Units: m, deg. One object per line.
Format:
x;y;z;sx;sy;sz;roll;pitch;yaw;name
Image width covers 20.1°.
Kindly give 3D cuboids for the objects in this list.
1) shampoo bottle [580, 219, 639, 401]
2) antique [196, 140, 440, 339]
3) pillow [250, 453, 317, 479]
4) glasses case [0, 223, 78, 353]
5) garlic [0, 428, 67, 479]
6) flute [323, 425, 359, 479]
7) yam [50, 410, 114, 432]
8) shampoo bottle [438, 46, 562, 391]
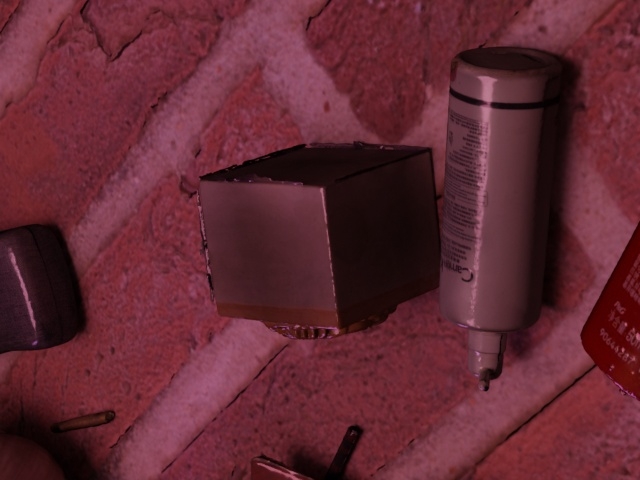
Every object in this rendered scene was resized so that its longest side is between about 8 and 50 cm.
0.291;-0.019;1.265;0.118;0.076;0.314;42;128;28;shampoo bottle
0.000;0.000;1.503;0.152;0.146;0.148;4;108;42;antique
0.025;0.281;1.630;0.232;0.043;0.126;20;119;32;pillow
-0.384;0.067;1.942;0.323;0.074;0.131;-12;93;45;glasses case
-0.395;0.329;1.920;0.322;0.241;0.322;6;102;29;garlic
-0.013;0.270;1.692;0.014;0.014;0.269;43;128;26;flute
-0.253;0.192;1.898;0.107;0.014;0.014;-16;91;45;yam
0.137;-0.016;1.409;0.085;0.085;0.262;19;116;39;shampoo bottle
